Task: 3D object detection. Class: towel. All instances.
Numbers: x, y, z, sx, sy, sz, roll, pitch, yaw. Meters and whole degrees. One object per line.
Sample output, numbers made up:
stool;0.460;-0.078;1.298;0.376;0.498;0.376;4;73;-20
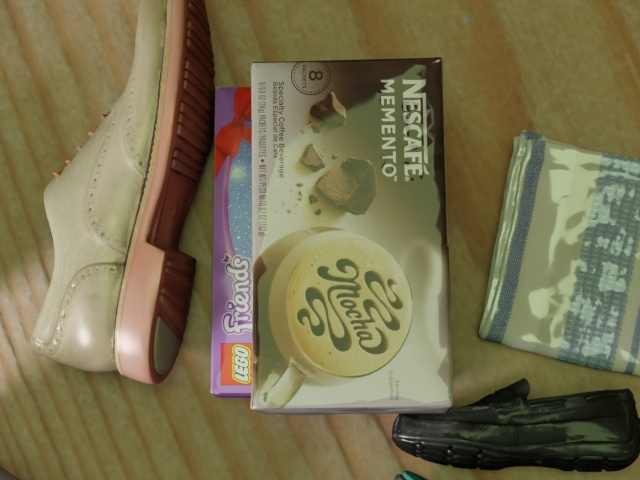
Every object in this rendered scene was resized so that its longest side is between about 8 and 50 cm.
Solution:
towel;0.300;0.023;1.191;0.285;0.034;0.209;13;81;5

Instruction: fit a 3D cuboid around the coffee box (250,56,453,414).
coffee box;0.026;-0.001;1.106;0.168;0.119;0.297;0;80;3

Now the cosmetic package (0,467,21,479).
cosmetic package;-0.291;0.263;1.130;0.238;0.127;0.107;27;83;9

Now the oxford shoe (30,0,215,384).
oxford shoe;-0.187;-0.073;1.183;0.146;0.140;0.397;6;78;11

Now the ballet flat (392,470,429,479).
ballet flat;0.160;0.297;1.127;0.247;0.083;0.087;27;96;9

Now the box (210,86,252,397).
box;0.000;0.000;1.197;0.200;0.057;0.293;0;80;1

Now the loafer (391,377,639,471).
loafer;0.176;0.165;1.155;0.223;0.076;0.078;1;65;5
